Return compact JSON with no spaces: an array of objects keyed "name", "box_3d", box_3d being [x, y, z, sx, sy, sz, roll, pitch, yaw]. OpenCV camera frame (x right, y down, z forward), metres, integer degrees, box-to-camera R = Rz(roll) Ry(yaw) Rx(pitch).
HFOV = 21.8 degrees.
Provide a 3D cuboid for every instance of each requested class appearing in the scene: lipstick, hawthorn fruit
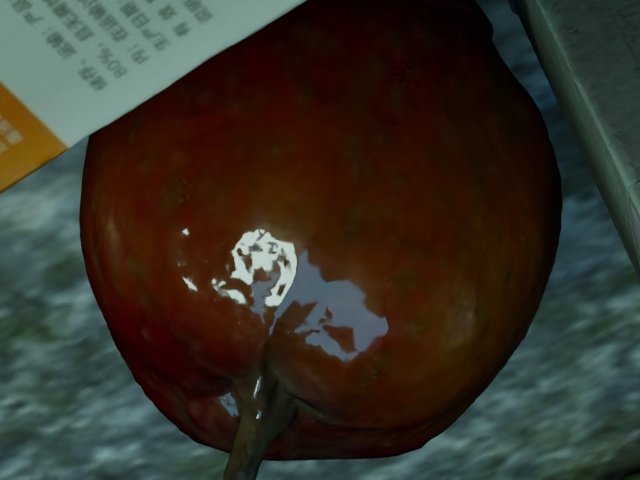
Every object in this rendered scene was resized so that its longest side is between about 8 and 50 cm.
[{"name":"lipstick","box_3d":[0.137,-0.043,0.647,0.066,0.317,0.068,-17,129,3]},{"name":"hawthorn fruit","box_3d":[0.000,0.000,0.709,0.215,0.250,0.215,7,137,6]}]

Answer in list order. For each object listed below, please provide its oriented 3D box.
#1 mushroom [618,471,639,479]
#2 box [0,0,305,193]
[{"name":"mushroom","box_3d":[0.159,0.205,1.006,0.333,0.087,0.107,-25,129,13]},{"name":"box","box_3d":[-0.130,-0.140,0.584,0.341,0.225,0.143,-30,129,13]}]
